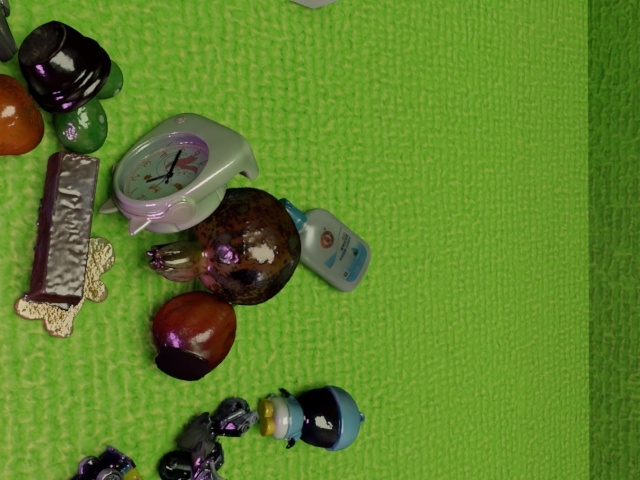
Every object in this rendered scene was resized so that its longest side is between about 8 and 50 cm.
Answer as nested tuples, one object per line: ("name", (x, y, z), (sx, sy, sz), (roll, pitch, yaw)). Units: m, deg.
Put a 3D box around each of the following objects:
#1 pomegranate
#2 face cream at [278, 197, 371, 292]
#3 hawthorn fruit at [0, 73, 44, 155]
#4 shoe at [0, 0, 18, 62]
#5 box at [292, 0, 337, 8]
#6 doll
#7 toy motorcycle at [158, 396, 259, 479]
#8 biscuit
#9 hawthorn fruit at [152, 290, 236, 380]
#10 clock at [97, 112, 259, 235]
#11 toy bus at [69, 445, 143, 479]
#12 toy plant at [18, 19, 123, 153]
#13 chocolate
("pomegranate", (-0.219, 0.020, 1.552), (0.340, 0.285, 0.285), (-16, 102, -34))
("face cream", (0.000, 0.000, 1.862), (0.336, 0.080, 0.163), (39, 69, -34))
("hawthorn fruit", (-0.670, -0.195, 1.304), (0.285, 0.165, 0.165), (-36, 115, -7))
("shoe", (-0.630, -0.501, 1.309), (0.149, 0.109, 0.293), (-36, 109, -26))
("box", (0.021, -0.763, 1.767), (0.116, 0.203, 0.274), (7, 87, -40))
("doll", (-0.015, 0.475, 1.838), (0.314, 0.141, 0.177), (8, 56, -27))
("toy motorcycle", (-0.252, 0.492, 1.636), (0.270, 0.159, 0.106), (-40, 137, -29))
("biscuit", (-0.529, 0.092, 1.471), (0.153, 0.030, 0.234), (45, 65, -32))
("hawthorn fruit", (-0.272, 0.204, 1.586), (0.251, 0.189, 0.190), (-37, 114, -35))
("clock", (-0.322, -0.133, 1.496), (0.324, 0.265, 0.109), (-44, 143, -21))
("toy bus", (-0.501, 0.594, 1.448), (0.287, 0.138, 0.175), (-38, 113, -32))
("toy plant", (-0.499, -0.313, 1.400), (0.235, 0.175, 0.218), (56, 48, -54))
("chocolate", (-0.516, -0.020, 1.399), (0.111, 0.112, 0.321), (11, 78, -30))
